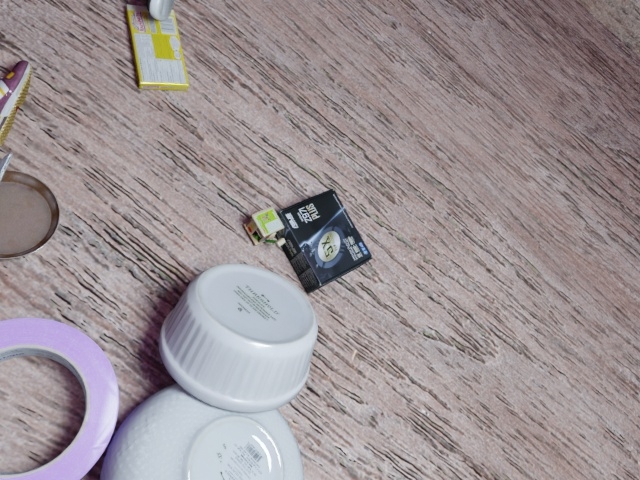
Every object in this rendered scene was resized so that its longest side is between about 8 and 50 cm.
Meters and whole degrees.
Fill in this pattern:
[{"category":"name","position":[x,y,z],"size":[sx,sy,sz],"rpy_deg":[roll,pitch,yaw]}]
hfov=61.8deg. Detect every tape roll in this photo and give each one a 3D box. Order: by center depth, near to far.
[{"category":"tape roll","position":[-0.460,0.262,0.824],"size":[0.275,0.090,0.274],"rpy_deg":[9,68,-22]}]

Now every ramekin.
[{"category":"ramekin","position":[-0.130,0.152,0.925],"size":[0.273,0.127,0.272],"rpy_deg":[19,28,-10]}]

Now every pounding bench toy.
[{"category":"pounding bench toy","position":[-0.112,-0.015,1.111],"size":[0.052,0.065,0.083],"rpy_deg":[-27,84,-32]}]

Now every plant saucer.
[{"category":"plant saucer","position":[-0.549,-0.044,0.936],"size":[0.169,0.029,0.168],"rpy_deg":[8,68,-21]}]

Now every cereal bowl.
[{"category":"cereal bowl","position":[-0.163,0.376,0.848],"size":[0.339,0.141,0.338],"rpy_deg":[19,52,-26]}]

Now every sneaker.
[{"category":"sneaker","position":[-0.595,-0.266,0.977],"size":[0.084,0.070,0.185],"rpy_deg":[20,62,-23]},{"category":"sneaker","position":[-0.387,-0.588,1.170],"size":[0.147,0.104,0.295],"rpy_deg":[13,49,-17]}]

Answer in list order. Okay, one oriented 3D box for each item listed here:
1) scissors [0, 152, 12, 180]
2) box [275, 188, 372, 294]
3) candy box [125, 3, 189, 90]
[{"category":"scissors","position":[-0.578,-0.008,0.879],"size":[0.109,0.021,0.297],"rpy_deg":[37,72,-1]},{"category":"box","position":[0.000,0.000,1.151],"size":[0.148,0.077,0.180],"rpy_deg":[-25,83,-30]},{"category":"candy box","position":[-0.360,-0.424,1.176],"size":[0.105,0.027,0.205],"rpy_deg":[-6,72,-26]}]
